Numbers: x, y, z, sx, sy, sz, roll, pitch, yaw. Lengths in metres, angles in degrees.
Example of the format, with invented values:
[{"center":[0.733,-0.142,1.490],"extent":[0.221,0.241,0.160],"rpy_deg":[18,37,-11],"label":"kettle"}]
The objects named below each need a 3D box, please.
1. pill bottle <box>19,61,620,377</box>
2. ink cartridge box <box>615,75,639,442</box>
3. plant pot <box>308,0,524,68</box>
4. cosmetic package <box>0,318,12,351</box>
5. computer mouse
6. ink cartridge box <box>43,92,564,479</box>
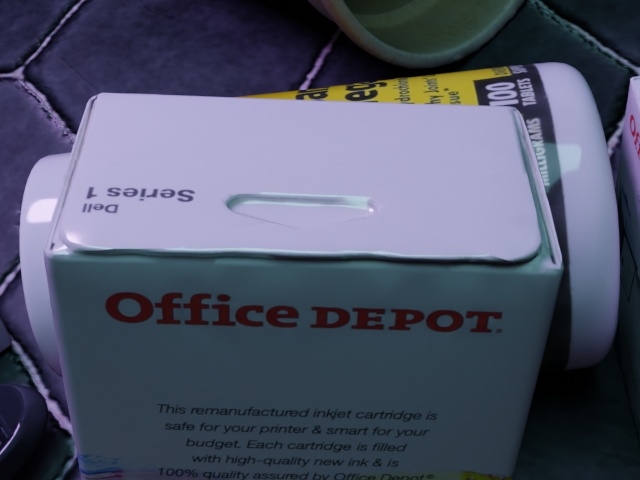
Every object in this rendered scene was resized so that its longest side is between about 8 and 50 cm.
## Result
[{"center":[0.000,0.000,0.695],"extent":[0.334,0.188,0.188],"rpy_deg":[-6,50,4],"label":"pill bottle"},{"center":[0.219,0.016,0.644],"extent":[0.082,0.191,0.139],"rpy_deg":[-6,50,4],"label":"ink cartridge box"},{"center":[-0.005,-0.336,0.921],"extent":[0.305,0.334,0.334],"rpy_deg":[23,57,39],"label":"plant pot"},{"center":[-0.341,0.020,0.792],"extent":[0.238,0.107,0.127],"rpy_deg":[32,59,33],"label":"cosmetic package"},{"center":[-0.268,0.176,0.699],"extent":[0.242,0.041,0.071],"rpy_deg":[-36,45,-11],"label":"computer mouse"},{"center":[-0.011,0.072,0.555],"extent":[0.201,0.278,0.117],"rpy_deg":[2,41,-1],"label":"ink cartridge box"}]
